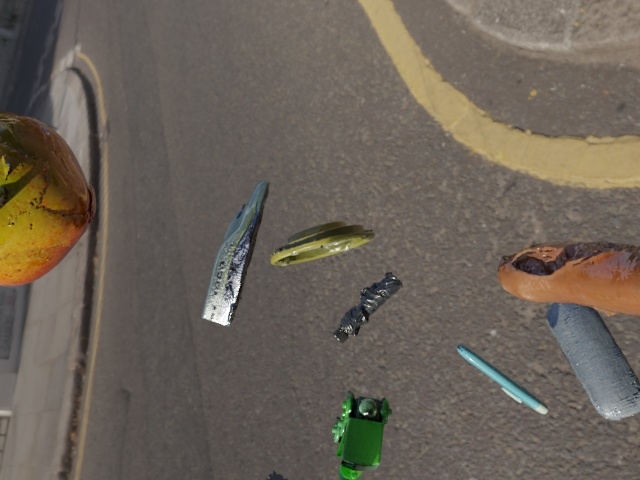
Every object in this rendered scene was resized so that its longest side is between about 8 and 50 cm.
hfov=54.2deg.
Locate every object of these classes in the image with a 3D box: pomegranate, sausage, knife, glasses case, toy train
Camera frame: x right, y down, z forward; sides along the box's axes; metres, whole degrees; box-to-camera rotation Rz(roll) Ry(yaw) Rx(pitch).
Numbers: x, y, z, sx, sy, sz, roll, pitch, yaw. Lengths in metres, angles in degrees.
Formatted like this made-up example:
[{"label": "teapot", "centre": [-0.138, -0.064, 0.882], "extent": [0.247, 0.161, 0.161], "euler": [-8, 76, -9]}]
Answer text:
[{"label": "pomegranate", "centre": [-0.374, -0.047, 0.719], "extent": [0.235, 0.210, 0.210], "euler": [-137, 62, -84]}, {"label": "sausage", "centre": [0.292, 0.039, 0.624], "extent": [0.327, 0.087, 0.079], "euler": [-175, 73, -74]}, {"label": "knife", "centre": [0.355, 0.273, 1.222], "extent": [0.031, 0.222, 0.064], "euler": [-53, 5, 5]}, {"label": "glasses case", "centre": [0.589, 0.247, 1.347], "extent": [0.109, 0.067, 0.282], "euler": [-26, 57, 8]}, {"label": "toy train", "centre": [-0.126, 0.014, 0.935], "extent": [0.052, 0.051, 0.233], "euler": [-80, 6, -70]}, {"label": "toy train", "centre": [0.061, 0.330, 1.020], "extent": [0.251, 0.085, 0.119], "euler": [95, -176, -59]}]

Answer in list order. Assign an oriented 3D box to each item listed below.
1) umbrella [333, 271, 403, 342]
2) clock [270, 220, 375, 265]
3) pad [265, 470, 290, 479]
[{"label": "umbrella", "centre": [0.114, 0.168, 1.598], "extent": [0.224, 0.071, 0.080], "euler": [-47, -1, -1]}, {"label": "clock", "centre": [0.000, 0.000, 1.352], "extent": [0.237, 0.237, 0.057], "euler": [-25, 79, 52]}, {"label": "pad", "centre": [-0.050, 0.672, 1.450], "extent": [0.269, 0.270, 0.012], "euler": [27, 108, 14]}]
